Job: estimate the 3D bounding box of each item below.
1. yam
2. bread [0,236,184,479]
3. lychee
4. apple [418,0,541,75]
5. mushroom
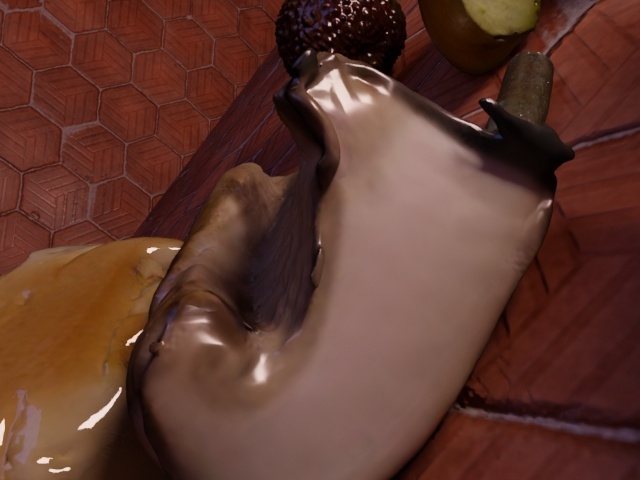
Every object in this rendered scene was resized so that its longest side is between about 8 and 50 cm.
[{"bbox_3d":[0.200,-0.134,0.524,0.054,0.054,0.132,-21,35,49],"label":"yam"},{"bbox_3d":[-0.244,0.152,0.529,0.245,0.329,0.424,-36,20,29],"label":"bread"},{"bbox_3d":[0.031,-0.379,0.969,0.236,0.236,0.271,-43,61,17],"label":"lychee"},{"bbox_3d":[0.223,-0.394,0.681,0.254,0.179,0.346,66,-134,-73],"label":"apple"},{"bbox_3d":[-0.023,0.037,0.500,0.313,0.224,0.397,-64,15,-10],"label":"mushroom"}]
